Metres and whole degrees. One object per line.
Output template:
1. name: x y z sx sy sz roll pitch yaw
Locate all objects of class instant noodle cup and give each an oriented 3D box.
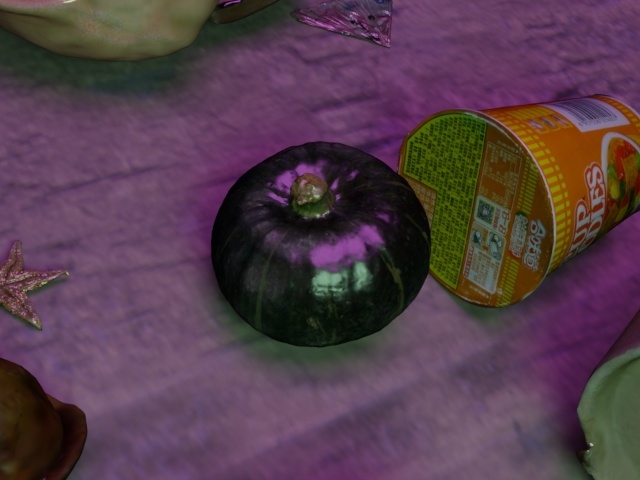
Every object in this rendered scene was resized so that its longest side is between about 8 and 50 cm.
1. instant noodle cup: 0.184 -0.049 0.847 0.185 0.168 0.168 -19 60 -37

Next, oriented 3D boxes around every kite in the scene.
1. kite: 0.024 -0.250 1.044 0.139 0.011 0.156 -22 62 -32

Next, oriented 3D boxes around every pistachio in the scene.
1. pistachio: -0.223 -0.272 0.875 0.318 0.193 0.214 33 38 23
2. pistachio: -0.245 0.115 0.603 0.210 0.130 0.165 3 49 -24

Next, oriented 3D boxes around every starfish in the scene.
1. starfish: -0.235 0.034 0.742 0.092 0.016 0.086 38 51 8

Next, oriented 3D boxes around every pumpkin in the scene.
1. pumpkin: 0.001 0.002 0.763 0.167 0.125 0.167 7 62 -13

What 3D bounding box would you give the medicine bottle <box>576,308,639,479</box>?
1. medicine bottle: 0.390 0.052 0.760 0.236 0.235 0.406 38 53 15

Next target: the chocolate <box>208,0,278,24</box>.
1. chocolate: -0.106 -0.313 1.010 0.161 0.083 0.261 -31 64 -13
